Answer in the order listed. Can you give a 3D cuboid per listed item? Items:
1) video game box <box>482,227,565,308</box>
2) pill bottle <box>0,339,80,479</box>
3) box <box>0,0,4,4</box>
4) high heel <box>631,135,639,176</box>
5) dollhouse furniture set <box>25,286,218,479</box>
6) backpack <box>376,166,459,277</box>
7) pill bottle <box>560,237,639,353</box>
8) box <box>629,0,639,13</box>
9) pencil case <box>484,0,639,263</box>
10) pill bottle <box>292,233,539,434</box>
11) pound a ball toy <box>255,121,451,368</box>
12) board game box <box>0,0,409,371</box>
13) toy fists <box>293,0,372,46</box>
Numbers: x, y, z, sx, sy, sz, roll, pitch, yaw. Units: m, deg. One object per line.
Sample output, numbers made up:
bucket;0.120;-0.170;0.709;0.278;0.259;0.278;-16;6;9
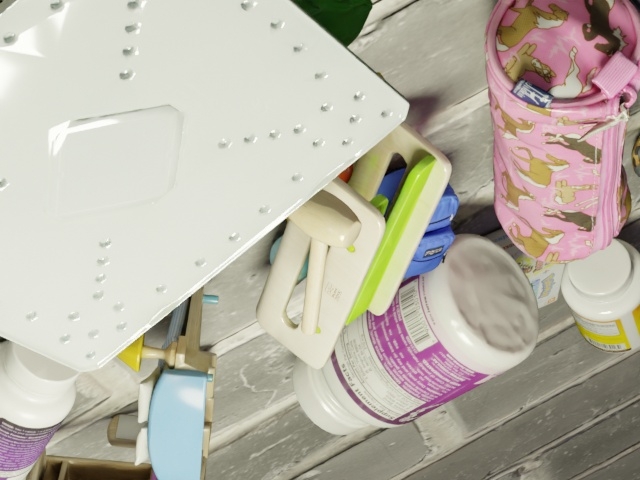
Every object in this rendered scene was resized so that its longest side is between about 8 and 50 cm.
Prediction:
video game box;0.226;0.052;2.245;0.187;0.048;0.205;-25;154;-11
pill bottle;-0.325;0.173;1.856;0.108;0.108;0.193;-5;145;-39
box;-0.246;-0.164;1.393;0.270;0.060;0.216;3;139;-47
high heel;0.494;-0.164;2.112;0.261;0.093;0.186;-32;173;-13
dollhouse furniture set;-0.219;0.163;1.937;0.198;0.286;0.303;5;121;-2
backpack;0.103;-0.025;1.932;0.098;0.101;0.120;-20;152;-32
pill bottle;0.390;0.069;2.352;0.117;0.117;0.215;-30;154;3
box;0.457;-0.282;1.576;0.212;0.293;0.395;-18;147;-20
pencil case;0.255;-0.117;1.825;0.160;0.167;0.386;2;156;8
pill bottle;0.106;0.125;2.095;0.169;0.169;0.301;-1;156;-43
pound a ball toy;0.000;0.000;1.806;0.208;0.136;0.319;-39;161;-36
board game box;-0.173;-0.078;1.410;0.390;0.050;0.390;-39;143;13
toy fists;0.012;-0.252;1.452;0.279;0.096;0.142;-42;158;22
